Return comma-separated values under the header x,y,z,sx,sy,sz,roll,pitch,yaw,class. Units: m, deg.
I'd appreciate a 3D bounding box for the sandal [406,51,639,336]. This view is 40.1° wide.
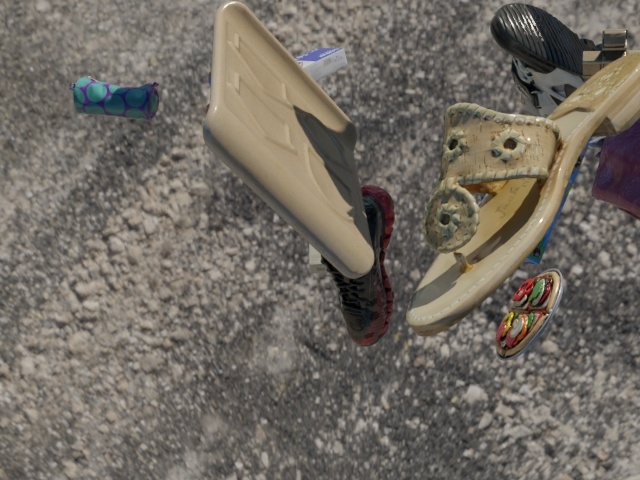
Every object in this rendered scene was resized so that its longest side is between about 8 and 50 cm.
x,y,z,sx,sy,sz,roll,pitch,yaw,class
0.106,-0.054,0.511,0.240,0.088,0.079,-44,103,-23,sandal

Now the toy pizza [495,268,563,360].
x,y,z,sx,sy,sz,roll,pitch,yaw,class
0.385,0.135,1.651,0.032,0.201,0.201,32,64,-6,toy pizza

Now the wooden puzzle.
x,y,z,sx,sy,sz,roll,pitch,yaw,class
-0.056,-0.140,1.243,0.081,0.322,0.347,-32,34,24,wooden puzzle

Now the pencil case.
x,y,z,sx,sy,sz,roll,pitch,yaw,class
-0.368,-0.256,1.573,0.152,0.064,0.070,8,87,8,pencil case

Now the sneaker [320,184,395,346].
x,y,z,sx,sy,sz,roll,pitch,yaw,class
0.057,0.052,1.437,0.098,0.276,0.135,10,18,32,sneaker

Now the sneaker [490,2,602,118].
x,y,z,sx,sy,sz,roll,pitch,yaw,class
0.349,-0.250,1.347,0.331,0.146,0.122,15,52,-39,sneaker

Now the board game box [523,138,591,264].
x,y,z,sx,sy,sz,roll,pitch,yaw,class
0.321,-0.069,1.316,0.039,0.160,0.211,26,85,-10,board game box

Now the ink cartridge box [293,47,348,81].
x,y,z,sx,sy,sz,roll,pitch,yaw,class
-0.046,-0.374,1.941,0.207,0.046,0.097,-32,30,-35,ink cartridge box

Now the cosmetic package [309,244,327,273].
x,y,z,sx,sy,sz,roll,pitch,yaw,class
0.000,0.000,1.657,0.041,0.060,0.115,-2,73,4,cosmetic package

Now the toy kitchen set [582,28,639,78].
x,y,z,sx,sy,sz,roll,pitch,yaw,class
0.366,-0.210,1.079,0.083,0.068,0.075,2,58,18,toy kitchen set

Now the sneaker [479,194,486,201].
x,y,z,sx,sy,sz,roll,pitch,yaw,class
0.333,-0.114,1.716,0.053,0.144,0.059,2,36,17,sneaker

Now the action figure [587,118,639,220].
x,y,z,sx,sy,sz,roll,pitch,yaw,class
0.397,-0.021,0.733,0.276,0.248,0.370,1,34,-21,action figure
